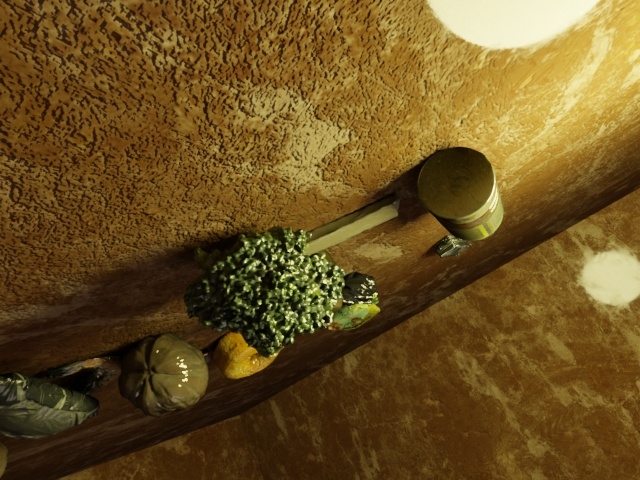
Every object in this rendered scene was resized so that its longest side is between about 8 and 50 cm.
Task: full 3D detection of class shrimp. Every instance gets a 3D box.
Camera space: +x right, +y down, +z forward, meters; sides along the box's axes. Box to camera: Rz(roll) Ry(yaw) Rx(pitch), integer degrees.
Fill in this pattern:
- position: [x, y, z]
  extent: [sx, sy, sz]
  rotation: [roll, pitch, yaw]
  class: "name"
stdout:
- position: [-0.620, 0.349, 1.078]
  extent: [0.262, 0.051, 0.198]
  rotation: [-32, 152, 7]
  class: "shrimp"

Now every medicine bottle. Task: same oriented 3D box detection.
- position: [0.334, -0.091, 1.012]
  extent: [0.151, 0.151, 0.322]
  rotation: [-33, 159, 17]
  class: "medicine bottle"

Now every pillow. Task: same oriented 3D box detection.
- position: [-0.632, 0.359, 0.958]
  extent: [0.161, 0.093, 0.335]
  rotation: [-26, 145, -3]
  class: "pillow"

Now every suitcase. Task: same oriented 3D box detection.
- position: [0.471, 0.019, 1.569]
  extent: [0.126, 0.059, 0.086]
  rotation: [-6, 149, -44]
  class: "suitcase"

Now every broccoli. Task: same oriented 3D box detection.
- position: [-0.112, 0.082, 0.852]
  extent: [0.288, 0.245, 0.248]
  rotation: [38, 76, -33]
  class: "broccoli"

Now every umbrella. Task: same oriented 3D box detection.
- position: [0.020, 0.186, 1.393]
  extent: [0.340, 0.118, 0.118]
  rotation: [-16, 158, -11]
  class: "umbrella"

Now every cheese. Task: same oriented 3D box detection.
- position: [-0.001, -0.003, 0.994]
  extent: [0.400, 0.034, 0.085]
  rotation: [-25, 155, -5]
  class: "cheese"

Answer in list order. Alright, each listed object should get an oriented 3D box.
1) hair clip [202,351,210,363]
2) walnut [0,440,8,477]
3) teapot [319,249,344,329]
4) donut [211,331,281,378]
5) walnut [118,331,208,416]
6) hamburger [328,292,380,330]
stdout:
- position: [-0.399, 0.395, 1.473]
  extent: [0.054, 0.022, 0.137]
  rotation: [-18, 158, -19]
  class: "hair clip"
- position: [-0.927, 0.590, 1.116]
  extent: [0.230, 0.178, 0.178]
  rotation: [-19, 159, -4]
  class: "walnut"
- position: [-0.029, 0.147, 1.118]
  extent: [0.185, 0.175, 0.268]
  rotation: [-8, 153, -35]
  class: "teapot"
- position: [-0.244, 0.363, 1.474]
  extent: [0.253, 0.118, 0.253]
  rotation: [-24, 145, -18]
  class: "donut"
- position: [-0.391, 0.337, 1.109]
  extent: [0.224, 0.224, 0.224]
  rotation: [-23, 159, -9]
  class: "walnut"
- position: [0.131, 0.249, 1.608]
  extent: [0.214, 0.125, 0.235]
  rotation: [-29, 148, 36]
  class: "hamburger"
